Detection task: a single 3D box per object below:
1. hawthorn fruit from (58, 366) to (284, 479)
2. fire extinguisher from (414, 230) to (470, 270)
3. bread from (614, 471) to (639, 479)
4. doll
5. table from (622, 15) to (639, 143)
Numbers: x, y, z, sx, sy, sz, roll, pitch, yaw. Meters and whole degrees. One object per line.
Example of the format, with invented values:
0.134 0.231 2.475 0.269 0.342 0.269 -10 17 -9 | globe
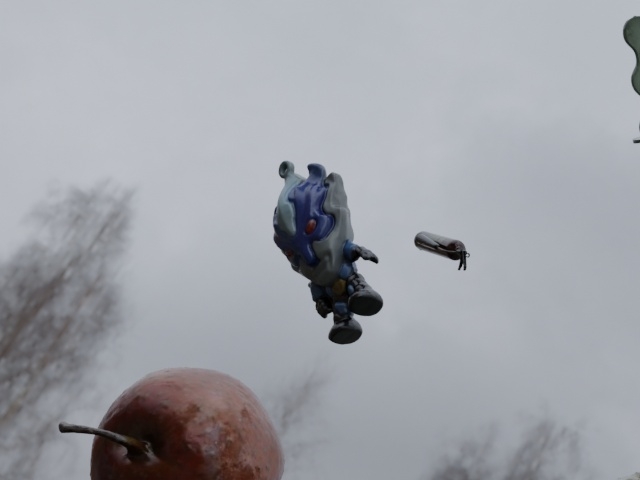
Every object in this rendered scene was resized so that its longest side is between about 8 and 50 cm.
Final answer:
-0.163 0.276 1.591 0.235 0.231 0.263 1 17 4 | hawthorn fruit
0.164 0.006 1.827 0.049 0.035 0.173 45 -7 -16 | fire extinguisher
0.215 0.170 0.636 0.134 0.148 0.141 -11 -88 51 | bread
0.000 0.000 1.159 0.070 0.195 0.096 12 -51 -38 | doll
0.551 -0.261 2.035 0.166 0.166 0.198 -3 -79 52 | table
